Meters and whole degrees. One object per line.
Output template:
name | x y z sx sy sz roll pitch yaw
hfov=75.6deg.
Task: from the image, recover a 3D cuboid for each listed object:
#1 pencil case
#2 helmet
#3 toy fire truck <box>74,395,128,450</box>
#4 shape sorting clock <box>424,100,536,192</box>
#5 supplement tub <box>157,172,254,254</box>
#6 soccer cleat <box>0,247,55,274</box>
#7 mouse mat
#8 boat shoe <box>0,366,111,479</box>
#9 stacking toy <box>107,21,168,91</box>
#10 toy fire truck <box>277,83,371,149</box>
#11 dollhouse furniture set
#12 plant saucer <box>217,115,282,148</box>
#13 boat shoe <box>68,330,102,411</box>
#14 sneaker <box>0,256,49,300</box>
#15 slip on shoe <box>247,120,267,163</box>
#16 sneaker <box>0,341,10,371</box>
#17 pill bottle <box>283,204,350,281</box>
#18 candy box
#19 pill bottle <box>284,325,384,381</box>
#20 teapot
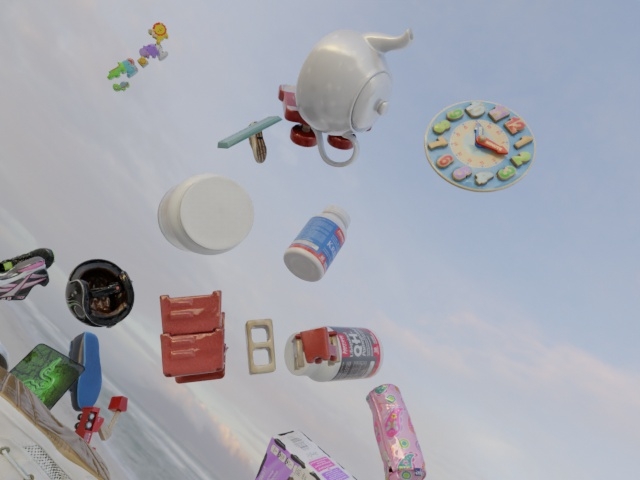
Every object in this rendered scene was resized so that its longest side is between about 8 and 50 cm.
pencil case | 0.219 0.575 1.227 0.124 0.284 0.124 -4 -52 -5
helmet | -0.573 0.137 1.070 0.162 0.169 0.169 13 -42 44
toy fire truck | -0.657 0.552 1.222 0.047 0.192 0.135 -10 -35 17
shape sorting clock | 0.304 -0.186 0.790 0.206 0.206 0.040 34 -18 15
supplement tub | -0.335 -0.073 1.195 0.228 0.228 0.316 55 -22 -18
soccer cleat | -0.768 0.061 1.069 0.179 0.072 0.060 -14 -89 19
mouse mat | -0.775 0.387 1.134 0.153 0.189 0.007 33 -52 -7
boat shoe | -0.391 0.263 0.526 0.098 0.096 0.277 8 -48 57
stacking toy | -0.540 -0.534 1.217 0.052 0.221 0.167 47 -12 -17
toy fire truck | 0.015 -0.442 1.377 0.302 0.253 0.169 2 -46 -13
dollhouse furniture set | -0.134 0.201 0.882 0.201 0.374 0.152 120 -35 -64
plant saucer | -0.197 -0.304 1.148 0.067 0.192 0.018 19 -44 50
boat shoe | -0.760 0.423 1.316 0.109 0.089 0.258 58 10 -49
sneaker | -0.709 0.111 0.937 0.072 0.178 0.077 17 -53 47
slip on shoe | -0.209 -0.312 1.327 0.041 0.051 0.135 -8 -86 39
sneaker | -0.919 0.257 1.114 0.123 0.106 0.290 -122 -150 -44
pill bottle | 0.000 0.000 1.167 0.124 0.221 0.124 21 -38 17
candy box | -0.017 0.424 0.631 0.196 0.164 0.070 23 2 38
pill bottle | 0.044 0.368 1.346 0.319 0.176 0.176 13 -7 -41
teapot | 0.077 -0.337 0.957 0.187 0.252 0.256 40 -16 22
